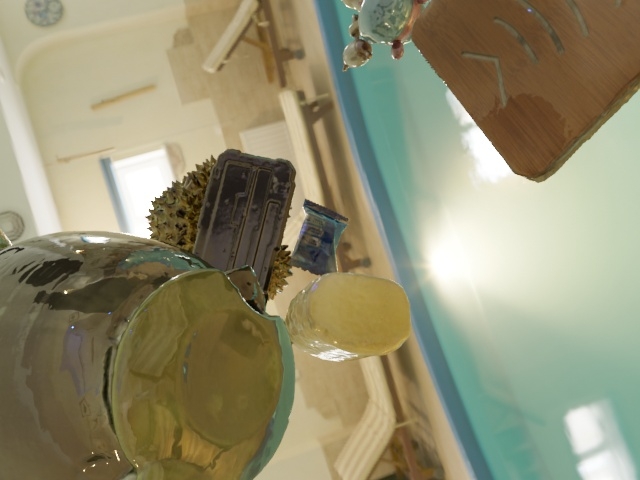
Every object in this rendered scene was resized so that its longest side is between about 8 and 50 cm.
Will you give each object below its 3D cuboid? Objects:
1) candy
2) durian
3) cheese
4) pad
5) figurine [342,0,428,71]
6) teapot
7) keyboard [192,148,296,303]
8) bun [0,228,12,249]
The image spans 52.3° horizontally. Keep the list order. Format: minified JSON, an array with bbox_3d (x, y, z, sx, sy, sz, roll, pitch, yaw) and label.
[{"bbox_3d":[0.001,0.000,1.078,0.038,0.088,0.136,-40,32,48],"label":"candy"},{"bbox_3d":[-0.158,-0.004,1.085,0.293,0.258,0.258,39,147,46],"label":"durian"},{"bbox_3d":[0.026,0.088,0.755,0.167,0.123,0.094,133,153,-73],"label":"cheese"},{"bbox_3d":[0.234,-0.246,0.654,0.284,0.018,0.287,-51,49,31],"label":"pad"},{"bbox_3d":[0.072,-0.375,1.066,0.205,0.102,0.260,-56,38,20],"label":"figurine"},{"bbox_3d":[-0.162,0.123,0.444,0.239,0.321,0.240,-11,113,42],"label":"teapot"},{"bbox_3d":[-0.101,0.025,0.751,0.016,0.106,0.263,50,-127,-77],"label":"keyboard"},{"bbox_3d":[-0.399,0.093,0.666,0.283,0.179,0.284,16,-90,-80],"label":"bun"}]
